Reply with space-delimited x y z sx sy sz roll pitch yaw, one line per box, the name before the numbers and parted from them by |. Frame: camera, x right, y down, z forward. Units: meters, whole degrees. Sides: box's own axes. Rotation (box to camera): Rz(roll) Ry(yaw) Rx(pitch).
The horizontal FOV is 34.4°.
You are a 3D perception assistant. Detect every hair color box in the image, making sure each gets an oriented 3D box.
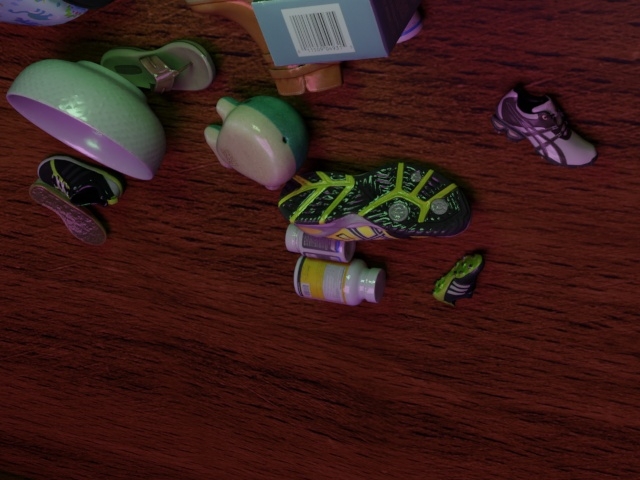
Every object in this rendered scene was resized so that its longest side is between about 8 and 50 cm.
hair color box | 0.066 -0.411 1.542 0.185 0.374 0.114 0 131 29

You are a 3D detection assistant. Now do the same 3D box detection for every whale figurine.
whale figurine | -0.125 -0.204 2.052 0.216 0.141 0.272 57 155 -20

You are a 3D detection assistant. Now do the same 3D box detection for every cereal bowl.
cereal bowl | -0.456 -0.265 2.099 0.339 0.141 0.339 25 169 5

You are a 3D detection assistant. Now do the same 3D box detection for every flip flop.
flip flop | -0.328 -0.335 2.050 0.277 0.080 0.112 5 132 25

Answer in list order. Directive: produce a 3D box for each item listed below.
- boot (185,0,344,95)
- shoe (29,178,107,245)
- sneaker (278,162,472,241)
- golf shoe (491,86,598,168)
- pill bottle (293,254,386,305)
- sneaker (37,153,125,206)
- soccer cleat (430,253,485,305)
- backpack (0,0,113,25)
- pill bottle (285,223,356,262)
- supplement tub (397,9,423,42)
boot | -0.094 -0.372 1.875 0.283 0.109 0.220 -2 127 15
shoe | -0.595 -0.074 2.473 0.076 0.058 0.219 -39 111 25
sneaker | 0.116 -0.066 2.053 0.384 0.145 0.147 6 163 21
golf shoe | 0.398 -0.195 1.790 0.198 0.077 0.094 25 137 4
pill bottle | 0.043 0.085 2.231 0.184 0.103 0.103 8 134 22
sneaker | -0.560 -0.130 2.360 0.234 0.097 0.084 11 134 20
soccer cleat | 0.298 0.081 2.129 0.072 0.060 0.179 28 145 -12
backpack | -0.574 -0.519 1.886 0.355 0.273 0.290 26 180 25
pill bottle | 0.000 0.000 2.193 0.137 0.078 0.078 9 134 22
supplement tub | 0.123 -0.396 1.752 0.071 0.071 0.107 -9 125 35
